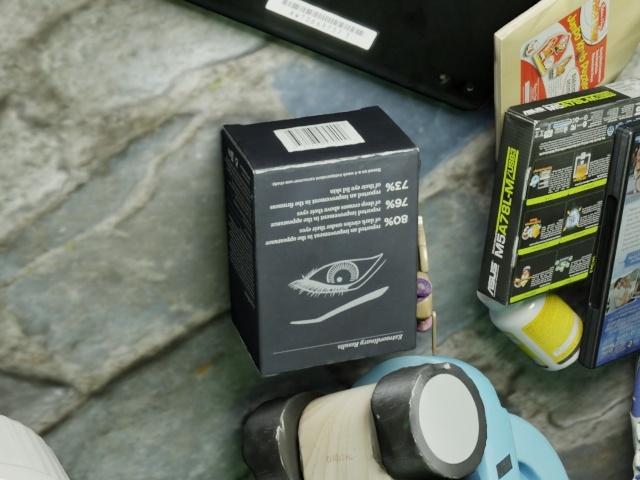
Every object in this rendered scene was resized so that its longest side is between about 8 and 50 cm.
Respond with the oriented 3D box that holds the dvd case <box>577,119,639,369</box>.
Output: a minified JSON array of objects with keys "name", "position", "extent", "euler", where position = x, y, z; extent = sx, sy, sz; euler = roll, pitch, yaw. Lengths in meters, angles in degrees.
[{"name":"dvd case","position":[0.333,-0.009,1.438],"extent":[0.180,0.022,0.253],"euler":[-16,122,-37]}]

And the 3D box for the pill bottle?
[{"name":"pill bottle","position":[0.207,0.073,1.444],"extent":[0.065,0.065,0.116],"euler":[-45,122,6]}]

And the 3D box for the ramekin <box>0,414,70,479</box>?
[{"name":"ramekin","position":[-0.333,0.267,1.292],"extent":[0.272,0.127,0.273],"euler":[-13,130,-17]}]

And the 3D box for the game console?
[{"name":"game console","position":[0.058,-0.312,1.215],"extent":[0.386,0.060,0.342],"euler":[18,114,-25]}]

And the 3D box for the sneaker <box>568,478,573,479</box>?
[{"name":"sneaker","position":[0.332,0.344,1.609],"extent":[0.090,0.095,0.235],"euler":[-43,122,-14]}]

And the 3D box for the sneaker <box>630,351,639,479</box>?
[{"name":"sneaker","position":[0.353,0.262,1.448],"extent":[0.182,0.127,0.316],"euler":[12,76,-57]}]

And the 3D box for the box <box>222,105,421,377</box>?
[{"name":"box","position":[0.000,0.000,1.310],"extent":[0.153,0.108,0.207],"euler":[-8,118,-16]}]

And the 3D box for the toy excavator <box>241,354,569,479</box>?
[{"name":"toy excavator","position":[0.181,0.324,1.437],"extent":[0.445,0.222,0.433],"euler":[1,75,-46]}]

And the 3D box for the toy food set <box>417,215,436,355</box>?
[{"name":"toy food set","position":[0.092,0.045,1.369],"extent":[0.019,0.122,0.078],"euler":[-5,134,0]}]

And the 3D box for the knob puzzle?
[{"name":"knob puzzle","position":[0.227,-0.178,1.324],"extent":[0.213,0.030,0.213],"euler":[-29,144,-23]}]

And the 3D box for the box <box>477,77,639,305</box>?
[{"name":"box","position":[0.236,-0.047,1.371],"extent":[0.190,0.045,0.184],"euler":[-16,125,-37]}]
